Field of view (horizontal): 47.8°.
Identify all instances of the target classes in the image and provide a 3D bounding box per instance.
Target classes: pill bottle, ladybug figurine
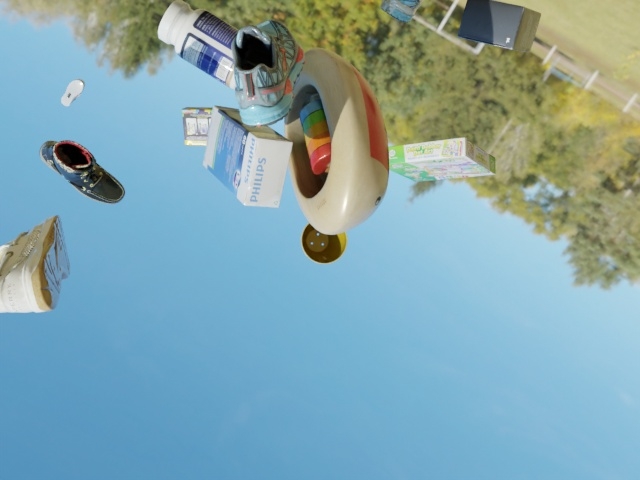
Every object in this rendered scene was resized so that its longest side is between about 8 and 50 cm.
[{"bbox_3d":[-0.313,-0.554,2.034,0.265,0.153,0.153,32,-159,-2],"label":"pill bottle"},{"bbox_3d":[0.038,-0.226,1.603,0.162,0.305,0.449,0,-113,-27],"label":"ladybug figurine"}]

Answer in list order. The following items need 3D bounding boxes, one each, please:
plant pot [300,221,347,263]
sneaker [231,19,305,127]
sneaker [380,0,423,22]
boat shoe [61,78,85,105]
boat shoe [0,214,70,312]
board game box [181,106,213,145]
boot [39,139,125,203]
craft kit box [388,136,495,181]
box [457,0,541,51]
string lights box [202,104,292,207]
[{"bbox_3d":[0.000,0.000,2.065,0.134,0.134,0.095,27,173,-12],"label":"plant pot"},{"bbox_3d":[-0.087,-0.305,1.178,0.104,0.125,0.261,-9,-135,8],"label":"sneaker"},{"bbox_3d":[0.239,-0.656,1.835,0.110,0.122,0.283,28,-141,-11],"label":"sneaker"},{"bbox_3d":[-0.635,-0.387,1.872,0.035,0.100,0.035,42,-142,-12],"label":"boat shoe"},{"bbox_3d":[-0.424,0.030,1.045,0.096,0.098,0.277,-11,-163,-9],"label":"boat shoe"},{"bbox_3d":[-0.429,-0.427,2.713,0.170,0.141,0.048,4,-158,15],"label":"board game box"},{"bbox_3d":[-0.574,-0.166,1.781,0.236,0.085,0.179,37,166,-25],"label":"boot"},{"bbox_3d":[0.322,-0.217,1.981,0.250,0.060,0.247,-3,169,32],"label":"craft kit box"},{"bbox_3d":[0.471,-0.565,1.894,0.153,0.108,0.207,21,-160,22],"label":"box"},{"bbox_3d":[-0.152,-0.171,1.433,0.077,0.133,0.260,3,-159,-29],"label":"string lights box"}]
